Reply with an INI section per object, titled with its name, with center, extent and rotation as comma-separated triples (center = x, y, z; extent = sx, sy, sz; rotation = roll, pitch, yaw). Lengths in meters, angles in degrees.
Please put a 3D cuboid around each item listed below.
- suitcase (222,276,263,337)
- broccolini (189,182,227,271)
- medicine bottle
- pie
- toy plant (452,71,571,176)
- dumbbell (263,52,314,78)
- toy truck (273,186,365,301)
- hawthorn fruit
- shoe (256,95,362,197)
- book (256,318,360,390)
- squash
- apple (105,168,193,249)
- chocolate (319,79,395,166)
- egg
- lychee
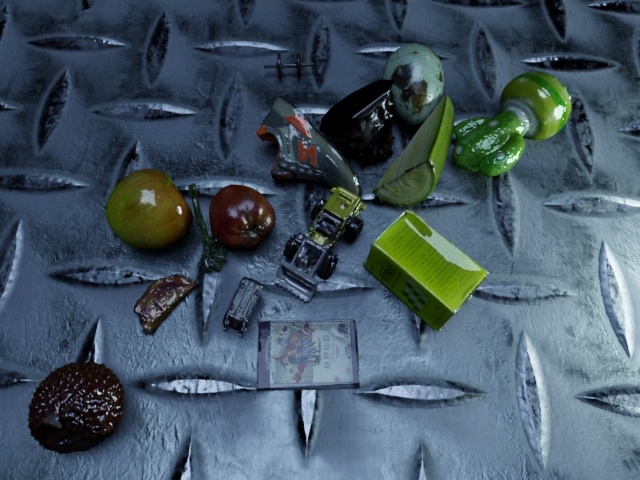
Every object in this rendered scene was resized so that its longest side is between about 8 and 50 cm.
[suitcase]
center = -0.178, 0.150, 1.209
extent = 0.059, 0.086, 0.126
rotation = 25, 66, -6
[broccolini]
center = -0.293, -0.039, 1.314
extent = 0.071, 0.057, 0.254
rotation = 4, 59, -48
[medicine bottle]
center = 0.238, 0.069, 1.227
extent = 0.250, 0.137, 0.141
rotation = 41, 70, 15
[pie]
center = -0.375, 0.140, 1.237
extent = 0.092, 0.034, 0.170
rotation = 34, 69, 10
[toy plant]
center = 0.484, -0.298, 1.396
extent = 0.315, 0.184, 0.224
rotation = -37, 44, -10
[dumbbell]
center = -0.091, -0.508, 1.529
extent = 0.147, 0.069, 0.069
rotation = -3, 65, -3
[toy truck]
center = 0.000, 0.000, 1.267
extent = 0.136, 0.111, 0.286
rotation = 30, 74, 10
[hawthorn fruit]
center = -0.208, -0.077, 1.295
extent = 0.162, 0.163, 0.203
rotation = -27, 50, -13
[shoe]
center = -0.046, -0.203, 1.360
extent = 0.171, 0.132, 0.336
rotation = -43, 83, 3
[book]
center = -0.028, 0.257, 1.195
extent = 0.231, 0.026, 0.158
rotation = -1, 65, -2
[squash]
center = 0.270, -0.226, 1.391
extent = 0.111, 0.203, 0.289
rotation = 41, 45, -21
[apple]
center = -0.410, -0.071, 1.253
extent = 0.195, 0.196, 0.196
rotation = 1, 65, -1
[chocolate]
center = 0.126, -0.295, 1.418
extent = 0.224, 0.206, 0.177
rotation = -37, 115, -7
[egg]
center = 0.255, -0.427, 1.446
extent = 0.169, 0.169, 0.231
rotation = -4, 76, -3
[lychee]
center = -0.495, 0.334, 1.071
extent = 0.188, 0.188, 0.188
rotation = 1, 65, -1
